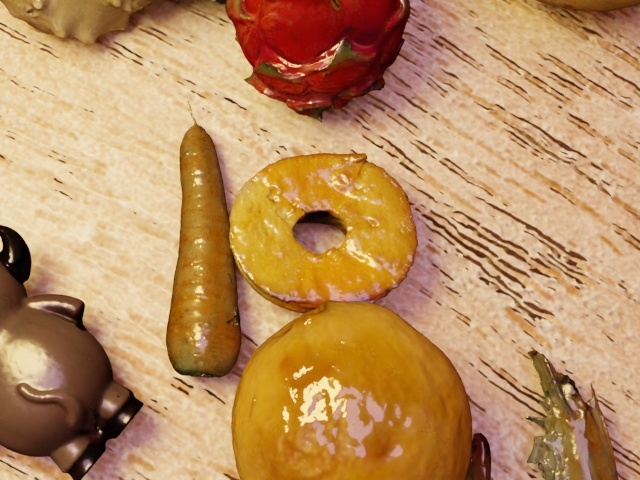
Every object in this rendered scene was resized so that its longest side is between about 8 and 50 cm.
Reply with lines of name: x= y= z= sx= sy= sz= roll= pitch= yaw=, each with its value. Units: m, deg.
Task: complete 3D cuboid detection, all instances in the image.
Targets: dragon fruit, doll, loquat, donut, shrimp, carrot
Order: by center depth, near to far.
loquat: x=0.027 y=0.175 z=0.841 sx=0.238 sy=0.193 sz=0.238 roll=-1 pitch=96 yaw=-12
doll: x=-0.296 y=0.111 z=0.878 sx=0.257 sy=0.117 sz=0.182 roll=39 pitch=77 yaw=5
shrimp: x=0.214 y=0.243 z=0.915 sx=0.173 sy=0.058 sz=0.253 roll=-15 pitch=81 yaw=2
dragon fruit: x=-0.002 y=-0.256 z=0.928 sx=0.192 sy=0.193 sz=0.274 roll=-6 pitch=107 yaw=-12
donut: x=-0.001 y=-0.001 z=0.931 sx=0.190 sy=0.075 sz=0.174 roll=-15 pitch=73 yaw=-12
carrot: x=-0.122 y=-0.006 z=0.941 sx=0.078 sy=0.078 sz=0.298 roll=-3 pitch=75 yaw=-4

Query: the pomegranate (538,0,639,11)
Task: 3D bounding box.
pomegranate: x=0.270 y=-0.384 z=0.935 sx=0.319 sy=0.319 sz=0.319 roll=1 pitch=78 yaw=-3

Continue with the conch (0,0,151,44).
conch: x=-0.275 y=-0.367 z=0.961 sx=0.324 sy=0.186 sz=0.263 roll=40 pitch=58 yaw=3

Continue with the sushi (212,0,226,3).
sushi: x=-0.150 y=-0.381 z=0.927 sx=0.050 sy=0.290 sz=0.264 roll=-18 pitch=75 yaw=38
